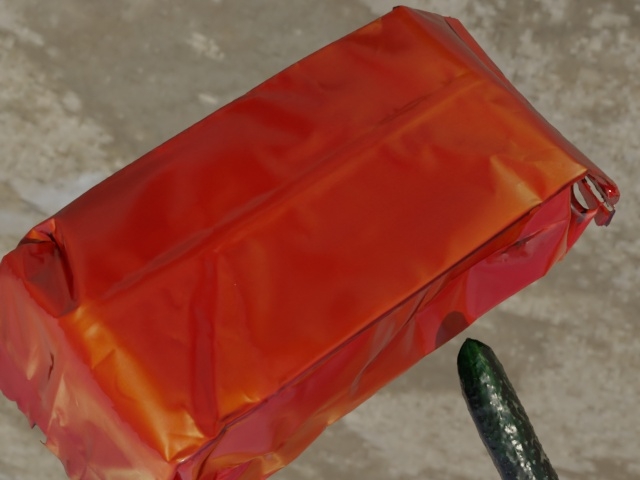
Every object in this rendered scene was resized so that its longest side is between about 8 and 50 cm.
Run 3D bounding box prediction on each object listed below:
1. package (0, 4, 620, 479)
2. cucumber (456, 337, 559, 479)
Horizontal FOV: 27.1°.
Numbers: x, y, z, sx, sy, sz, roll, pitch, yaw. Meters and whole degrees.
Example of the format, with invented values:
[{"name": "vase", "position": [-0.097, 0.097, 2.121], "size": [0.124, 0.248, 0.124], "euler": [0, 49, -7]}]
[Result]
[{"name": "package", "position": [-0.001, 0.001, 0.824], "size": [0.196, 0.423, 0.123], "euler": [47, 155, 25]}, {"name": "cucumber", "position": [0.111, 0.117, 0.760], "size": [0.133, 0.032, 0.032], "euler": [65, 151, 6]}]
